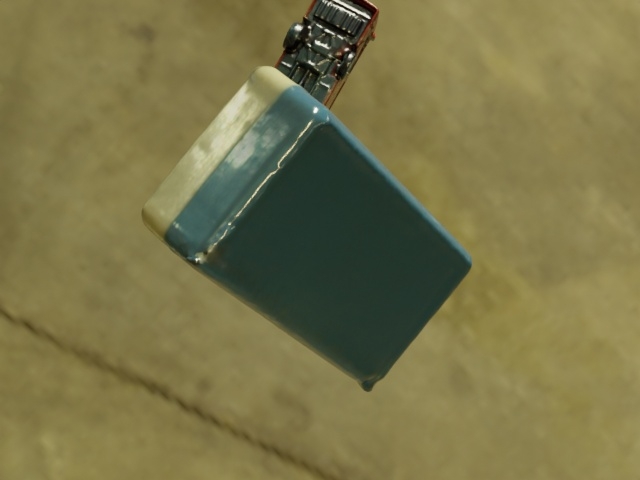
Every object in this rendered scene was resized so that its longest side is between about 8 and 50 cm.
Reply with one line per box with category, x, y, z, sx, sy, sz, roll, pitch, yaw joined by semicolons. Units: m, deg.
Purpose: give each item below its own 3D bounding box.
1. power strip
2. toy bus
power strip;0.000;0.000;0.569;0.032;0.056;0.123;39;-1;33
toy bus;-0.012;-0.054;0.824;0.031;0.110;0.043;29;-10;7
